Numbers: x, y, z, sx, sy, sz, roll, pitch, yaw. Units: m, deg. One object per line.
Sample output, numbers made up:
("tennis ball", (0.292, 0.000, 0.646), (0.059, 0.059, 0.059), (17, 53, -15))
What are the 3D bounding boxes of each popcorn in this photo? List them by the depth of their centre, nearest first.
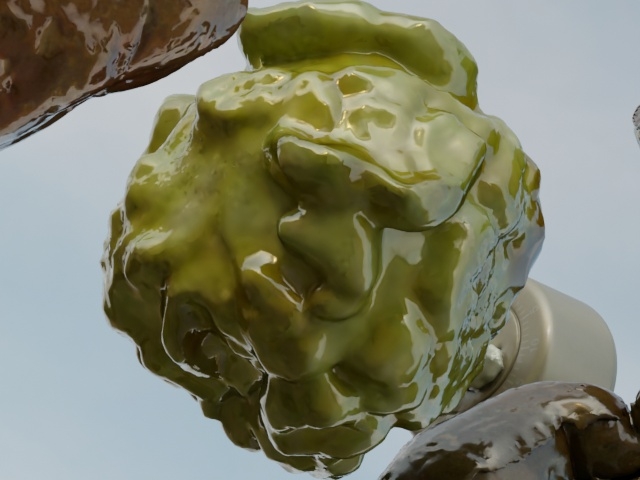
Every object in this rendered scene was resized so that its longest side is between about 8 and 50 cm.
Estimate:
("popcorn", (0.005, -0.009, 0.860), (0.181, 0.217, 0.235), (28, -31, 14))

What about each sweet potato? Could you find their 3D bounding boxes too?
("sweet potato", (-0.145, -0.064, 0.598), (0.097, 0.251, 0.097), (52, -27, 41))
("sweet potato", (0.059, 0.163, 0.946), (0.098, 0.310, 0.124), (44, 4, 40))

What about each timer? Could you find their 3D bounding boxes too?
("timer", (0.080, 0.063, 1.417), (0.175, 0.175, 0.266), (-15, -40, 43))

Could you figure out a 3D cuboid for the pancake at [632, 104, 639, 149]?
("pancake", (0.350, -0.099, 1.006), (0.356, 0.356, 0.065), (-10, -71, 41))
